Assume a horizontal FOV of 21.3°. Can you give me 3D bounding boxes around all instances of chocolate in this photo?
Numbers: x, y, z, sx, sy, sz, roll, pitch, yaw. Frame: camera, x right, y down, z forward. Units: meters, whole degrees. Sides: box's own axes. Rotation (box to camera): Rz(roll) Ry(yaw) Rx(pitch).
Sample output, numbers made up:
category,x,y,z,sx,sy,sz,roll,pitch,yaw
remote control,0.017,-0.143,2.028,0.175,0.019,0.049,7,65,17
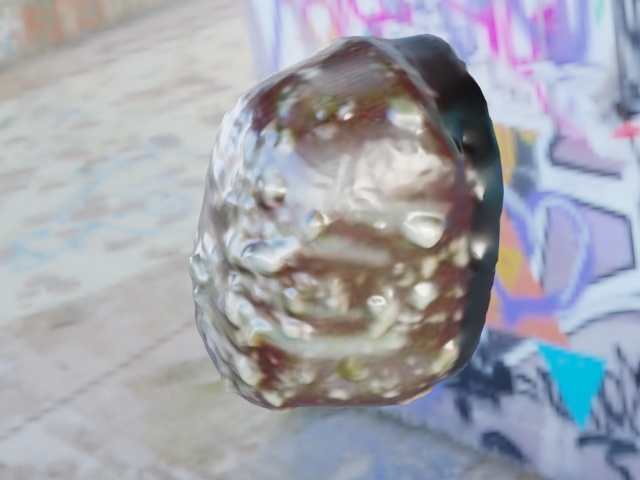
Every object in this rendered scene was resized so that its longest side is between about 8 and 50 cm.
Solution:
category,x,y,z,sx,sy,sz,roll,pitch,yaw
chocolate,0.000,0.000,1.412,0.210,0.340,0.225,-9,35,-28
